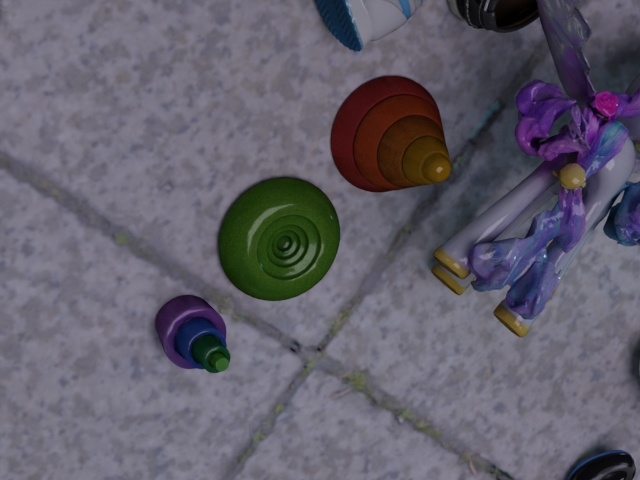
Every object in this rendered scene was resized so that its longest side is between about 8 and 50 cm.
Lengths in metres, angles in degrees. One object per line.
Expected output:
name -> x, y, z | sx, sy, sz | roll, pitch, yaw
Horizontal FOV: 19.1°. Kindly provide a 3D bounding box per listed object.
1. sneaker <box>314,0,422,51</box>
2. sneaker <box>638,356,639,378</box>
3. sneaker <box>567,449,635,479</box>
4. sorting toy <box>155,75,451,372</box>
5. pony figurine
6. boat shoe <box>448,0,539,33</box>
sneaker -> 0.029, -0.292, 1.748 | 0.092, 0.087, 0.228 | -31, 127, -20
sneaker -> 0.490, 0.195, 2.141 | 0.321, 0.127, 0.126 | 28, 90, -7
sneaker -> 0.287, 0.313, 2.106 | 0.188, 0.078, 0.067 | -47, 122, -3
sorting toy -> 0.000, 0.000, 1.819 | 0.365, 0.126, 0.127 | -44, 122, -5
pony figurine -> 0.264, -0.084, 1.815 | 0.303, 0.351, 0.363 | 42, 88, 7
boat shoe -> 0.240, -0.270, 1.856 | 0.233, 0.079, 0.084 | -30, 118, -14
